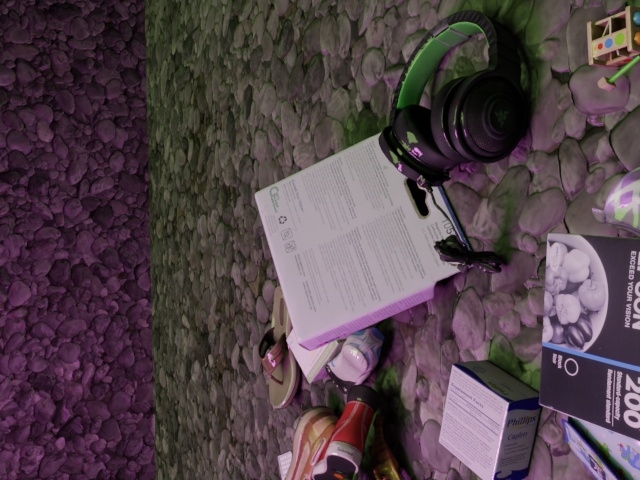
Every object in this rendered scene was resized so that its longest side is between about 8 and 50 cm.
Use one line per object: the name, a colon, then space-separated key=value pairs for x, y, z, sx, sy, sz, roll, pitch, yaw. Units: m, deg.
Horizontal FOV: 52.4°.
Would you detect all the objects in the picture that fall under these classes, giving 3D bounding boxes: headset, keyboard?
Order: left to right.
keyboard: x=-0.062 y=0.656 z=1.602 sx=0.072 sy=0.014 sz=0.256 roll=-46 pitch=52 yaw=52
headset: x=0.216 y=-0.152 z=0.997 sx=0.243 sy=0.185 sz=0.395 roll=-23 pitch=55 yaw=55

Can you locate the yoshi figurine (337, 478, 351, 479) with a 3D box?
yoshi figurine: x=0.065 y=0.523 z=1.116 sx=0.203 sy=0.203 sz=0.362 roll=55 pitch=158 yaw=-4

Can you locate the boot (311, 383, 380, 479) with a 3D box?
boot: x=0.057 y=0.381 z=1.263 sx=0.244 sy=0.088 sz=0.176 roll=104 pitch=-171 yaw=-52

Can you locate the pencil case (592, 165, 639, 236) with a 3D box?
pencil case: x=0.393 y=-0.001 z=0.679 sx=0.088 sy=0.086 sz=0.206 roll=-42 pitch=40 yaw=4

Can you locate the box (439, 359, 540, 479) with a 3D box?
box: x=0.249 y=0.266 z=0.965 sx=0.126 sy=0.072 sz=0.137 roll=31 pitch=118 yaw=58

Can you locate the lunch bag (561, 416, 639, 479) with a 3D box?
lunch bag: x=0.355 y=0.233 z=0.756 sx=0.129 sy=0.096 sz=0.151 roll=-124 pitch=34 yaw=-48

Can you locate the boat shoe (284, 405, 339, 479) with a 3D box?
boat shoe: x=-0.006 y=0.523 z=1.390 sx=0.120 sy=0.122 sz=0.324 roll=20 pitch=109 yaw=56

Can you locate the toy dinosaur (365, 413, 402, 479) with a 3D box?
toy dinosaur: x=0.127 y=0.423 z=1.202 sx=0.212 sy=0.064 sz=0.112 roll=60 pitch=139 yaw=41

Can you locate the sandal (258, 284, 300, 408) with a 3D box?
sandal: x=-0.112 y=0.260 z=1.603 sx=0.120 sy=0.086 sz=0.303 roll=-8 pitch=81 yaw=57

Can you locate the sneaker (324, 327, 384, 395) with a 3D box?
sneaker: x=0.070 y=0.244 z=1.304 sx=0.085 sy=0.086 sz=0.237 roll=50 pitch=152 yaw=13

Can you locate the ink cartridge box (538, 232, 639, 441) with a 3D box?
ink cartridge box: x=0.324 y=0.099 z=0.677 sx=0.208 sy=0.045 sz=0.207 roll=6 pitch=94 yaw=60

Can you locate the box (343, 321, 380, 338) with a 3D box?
box: x=0.022 y=0.069 z=1.295 sx=0.127 sy=0.148 sz=0.232 roll=-52 pitch=47 yaw=48

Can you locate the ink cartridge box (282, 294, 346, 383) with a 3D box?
ink cartridge box: x=-0.029 y=0.173 z=1.454 sx=0.235 sy=0.056 sz=0.171 roll=57 pitch=140 yaw=27

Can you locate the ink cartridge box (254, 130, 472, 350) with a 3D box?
ink cartridge box: x=0.070 y=-0.014 z=1.164 sx=0.330 sy=0.071 sz=0.324 roll=-24 pitch=60 yaw=10

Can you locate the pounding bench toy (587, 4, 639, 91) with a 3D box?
pounding bench toy: x=0.362 y=-0.225 z=0.770 sx=0.065 sy=0.052 sz=0.083 roll=-5 pitch=86 yaw=61
